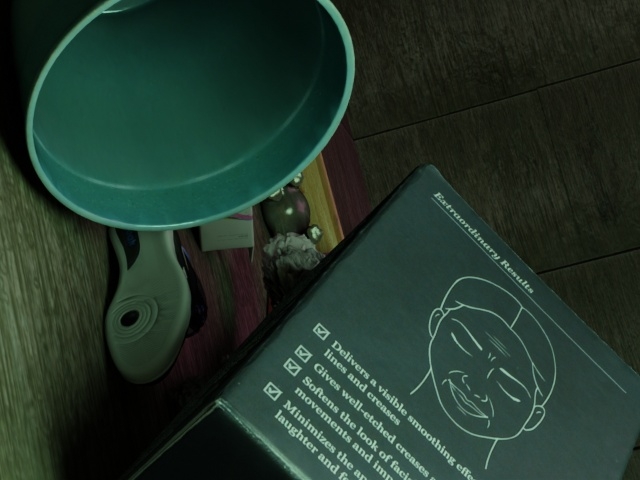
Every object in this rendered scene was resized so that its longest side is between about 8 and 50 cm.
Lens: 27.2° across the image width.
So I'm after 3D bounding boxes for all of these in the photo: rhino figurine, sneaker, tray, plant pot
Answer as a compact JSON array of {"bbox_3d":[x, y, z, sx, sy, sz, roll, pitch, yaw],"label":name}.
[{"bbox_3d":[-0.061,-0.080,2.022,0.106,0.073,0.243,177,-104,-78],"label":"rhino figurine"},{"bbox_3d":[-0.139,0.070,1.217,0.217,0.079,0.121,-99,168,-46],"label":"sneaker"},{"bbox_3d":[0.000,0.000,2.178,0.203,0.076,0.410,110,-36,-86],"label":"tray"},{"bbox_3d":[-0.143,-0.191,1.129,0.255,0.272,0.271,63,-1,39],"label":"plant pot"}]

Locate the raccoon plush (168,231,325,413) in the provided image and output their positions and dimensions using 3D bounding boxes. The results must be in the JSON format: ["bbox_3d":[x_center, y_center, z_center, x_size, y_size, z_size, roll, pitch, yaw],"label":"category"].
[{"bbox_3d":[-0.067,0.114,1.456,0.299,0.216,0.446,50,4,-47],"label":"raccoon plush"}]

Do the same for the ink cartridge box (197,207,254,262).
[{"bbox_3d":[-0.117,-0.066,1.562,0.198,0.067,0.115,91,-8,-56],"label":"ink cartridge box"}]

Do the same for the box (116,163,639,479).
[{"bbox_3d":[0.056,0.172,1.060,0.293,0.212,0.395,45,38,-1],"label":"box"}]

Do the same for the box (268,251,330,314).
[{"bbox_3d":[0.014,0.156,1.855,0.300,0.142,0.154,-91,164,-58],"label":"box"}]
